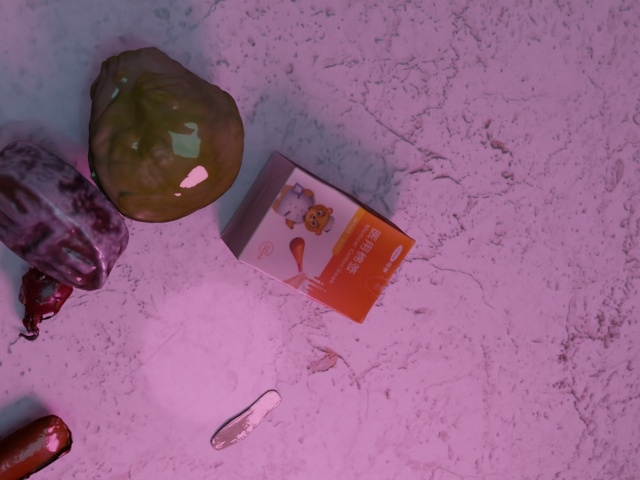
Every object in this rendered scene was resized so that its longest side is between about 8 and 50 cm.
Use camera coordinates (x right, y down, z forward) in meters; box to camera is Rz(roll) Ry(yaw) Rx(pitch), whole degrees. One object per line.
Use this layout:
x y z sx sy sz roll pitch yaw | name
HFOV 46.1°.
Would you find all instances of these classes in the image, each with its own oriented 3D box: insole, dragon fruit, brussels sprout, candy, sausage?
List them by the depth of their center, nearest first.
-0.470 -0.043 1.317 0.289 0.214 0.157 45 45 -18 | candy
-0.271 -0.181 1.342 0.273 0.243 0.317 8 108 2 | brussels sprout
-0.531 0.118 1.422 0.094 0.094 0.191 23 109 -27 | dragon fruit
-0.647 0.458 1.497 0.330 0.102 0.102 -33 118 -8 | sausage
-0.169 0.415 1.723 0.192 0.010 0.063 -40 118 -4 | insole

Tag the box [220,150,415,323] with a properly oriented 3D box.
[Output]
0.000 0.000 1.565 0.341 0.143 0.225 30 96 -30 | box
